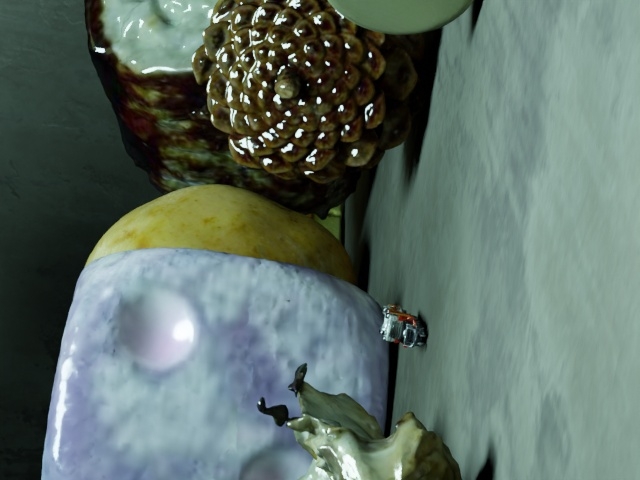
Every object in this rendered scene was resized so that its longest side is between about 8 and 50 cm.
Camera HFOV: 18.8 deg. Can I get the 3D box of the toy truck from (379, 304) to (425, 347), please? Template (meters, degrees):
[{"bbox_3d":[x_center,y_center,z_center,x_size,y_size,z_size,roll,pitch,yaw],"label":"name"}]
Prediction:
[{"bbox_3d":[0.060,0.064,1.415,0.083,0.032,0.024,-96,18,-86],"label":"toy truck"}]

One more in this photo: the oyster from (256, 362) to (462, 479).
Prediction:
[{"bbox_3d":[0.010,0.162,1.169,0.337,0.133,0.198,115,165,-70],"label":"oyster"}]

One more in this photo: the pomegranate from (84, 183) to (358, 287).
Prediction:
[{"bbox_3d":[-0.098,0.087,1.945,0.307,0.307,0.307,-171,90,-86],"label":"pomegranate"}]

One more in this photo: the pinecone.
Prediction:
[{"bbox_3d":[-0.001,-0.147,1.654,0.208,0.207,0.208,-171,90,-86],"label":"pinecone"}]

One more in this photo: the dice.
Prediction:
[{"bbox_3d":[-0.092,0.171,1.629,0.270,0.270,0.271,109,169,-71],"label":"dice"}]

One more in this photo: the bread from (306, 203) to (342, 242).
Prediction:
[{"bbox_3d":[0.000,0.000,2.362,0.226,0.049,0.088,-86,6,-61],"label":"bread"}]

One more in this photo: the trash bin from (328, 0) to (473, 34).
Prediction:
[{"bbox_3d":[0.078,-0.311,1.381,0.247,0.121,0.243,-80,2,-45],"label":"trash bin"}]

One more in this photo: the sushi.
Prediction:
[{"bbox_3d":[-0.091,-0.199,2.010,0.294,0.299,0.281,74,-144,-58],"label":"sushi"}]
